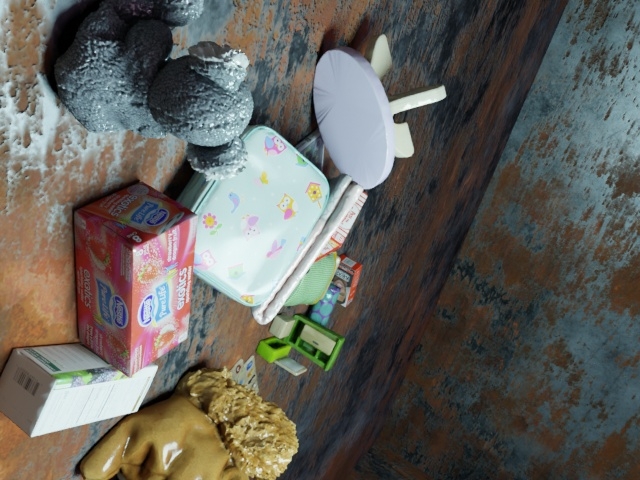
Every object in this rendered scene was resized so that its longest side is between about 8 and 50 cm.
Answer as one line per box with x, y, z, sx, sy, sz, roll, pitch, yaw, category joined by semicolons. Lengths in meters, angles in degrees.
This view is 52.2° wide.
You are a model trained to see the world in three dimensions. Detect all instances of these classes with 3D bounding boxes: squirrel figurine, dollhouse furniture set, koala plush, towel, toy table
-0.200;0.471;1.326;0.397;0.370;0.281;-47;154;-31;squirrel figurine
-0.011;0.184;1.689;0.197;0.151;0.302;-4;120;-65;dollhouse furniture set
-0.173;-0.179;0.784;0.203;0.221;0.196;-38;149;-44;koala plush
-0.042;0.004;1.311;0.317;0.053;0.332;-55;-173;1;towel
0.104;-0.262;1.305;0.160;0.252;0.275;-33;127;-38;toy table

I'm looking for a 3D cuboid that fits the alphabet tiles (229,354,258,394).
-0.230;0.404;1.672;0.198;0.009;0.237;-46;154;-32;alphabet tiles

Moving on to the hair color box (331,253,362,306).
0.068;0.117;1.891;0.043;0.072;0.141;-38;149;-45;hair color box

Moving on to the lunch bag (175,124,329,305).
-0.128;-0.052;1.104;0.224;0.107;0.279;38;77;-31;lunch bag

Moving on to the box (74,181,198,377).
-0.278;0.061;0.982;0.128;0.122;0.257;-34;147;-47;box

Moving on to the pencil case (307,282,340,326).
0.002;0.190;1.844;0.070;0.064;0.152;-118;-131;-69;pencil case

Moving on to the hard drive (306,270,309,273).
-0.094;0.109;1.522;0.094;0.022;0.135;-30;-174;46;hard drive

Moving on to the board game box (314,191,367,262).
0.016;-0.028;1.466;0.147;0.045;0.193;-61;-167;-27;board game box

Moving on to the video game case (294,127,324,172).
-0.050;-0.123;1.397;0.173;0.022;0.190;-45;154;-35;video game case

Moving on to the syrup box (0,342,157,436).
-0.371;0.221;1.014;0.096;0.093;0.237;-64;158;6;syrup box
